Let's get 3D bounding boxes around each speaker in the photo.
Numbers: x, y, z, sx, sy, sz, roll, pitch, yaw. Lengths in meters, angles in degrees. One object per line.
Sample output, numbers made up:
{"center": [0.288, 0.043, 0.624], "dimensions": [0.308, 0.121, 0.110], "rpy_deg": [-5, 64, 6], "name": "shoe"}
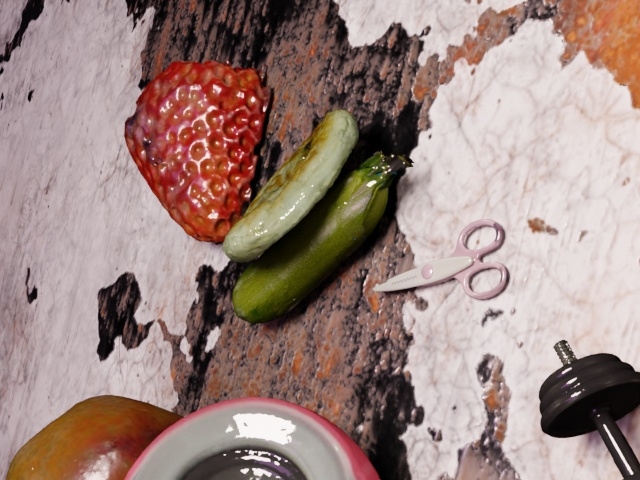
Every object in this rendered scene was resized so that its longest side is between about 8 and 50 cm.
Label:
{"center": [-0.070, 0.305, 0.861], "dimensions": [0.294, 0.294, 0.294], "rpy_deg": [-18, 65, 45], "name": "speaker"}

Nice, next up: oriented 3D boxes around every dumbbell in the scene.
{"center": [0.243, 0.170, 0.677], "dimensions": [0.099, 0.099, 0.208], "rpy_deg": [-46, 47, 30], "name": "dumbbell"}

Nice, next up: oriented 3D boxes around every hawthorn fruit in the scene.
{"center": [-0.252, 0.343, 1.085], "dimensions": [0.300, 0.267, 0.268], "rpy_deg": [-5, 74, 46], "name": "hawthorn fruit"}

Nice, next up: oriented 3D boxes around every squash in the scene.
{"center": [-0.001, -0.001, 1.023], "dimensions": [0.331, 0.087, 0.087], "rpy_deg": [-46, 48, 34], "name": "squash"}

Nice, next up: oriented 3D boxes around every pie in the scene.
{"center": [-0.034, -0.067, 1.019], "dimensions": [0.240, 0.054, 0.240], "rpy_deg": [-48, 10, 11], "name": "pie"}

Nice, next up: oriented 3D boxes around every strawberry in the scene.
{"center": [-0.213, -0.142, 1.270], "dimensions": [0.253, 0.150, 0.280], "rpy_deg": [-2, 76, 50], "name": "strawberry"}

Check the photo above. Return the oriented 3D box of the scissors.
{"center": [0.127, 0.034, 0.914], "dimensions": [0.176, 0.022, 0.085], "rpy_deg": [-19, 68, 41], "name": "scissors"}
